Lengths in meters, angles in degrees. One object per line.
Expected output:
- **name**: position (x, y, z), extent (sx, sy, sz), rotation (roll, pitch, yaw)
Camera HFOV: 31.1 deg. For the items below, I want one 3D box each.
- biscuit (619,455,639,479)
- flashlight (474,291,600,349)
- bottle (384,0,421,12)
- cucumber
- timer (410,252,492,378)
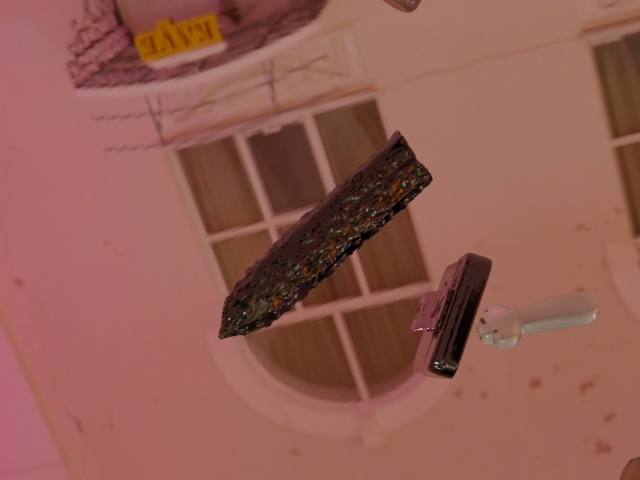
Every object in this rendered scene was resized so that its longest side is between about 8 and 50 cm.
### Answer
- **biscuit**: position (0.530, 0.344, 1.522), extent (0.237, 0.291, 0.062), rotation (-54, -170, -33)
- **flashlight**: position (0.348, 0.126, 1.838), extent (0.200, 0.047, 0.093), rotation (-12, -146, -2)
- **bottle**: position (0.114, -0.316, 1.245), extent (0.140, 0.053, 0.053), rotation (-59, -154, 1)
- **cucumber**: position (-0.001, 0.000, 1.224), extent (0.300, 0.072, 0.072), rotation (-42, -154, -11)
- **timer**: position (0.147, 0.090, 1.355), extent (0.055, 0.144, 0.187), rotation (19, 173, -1)
